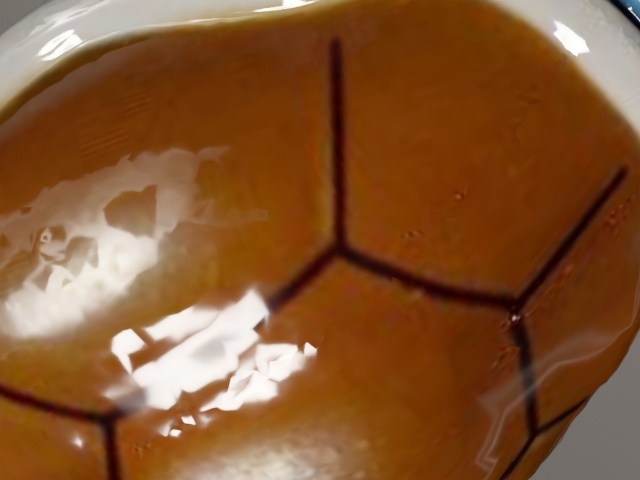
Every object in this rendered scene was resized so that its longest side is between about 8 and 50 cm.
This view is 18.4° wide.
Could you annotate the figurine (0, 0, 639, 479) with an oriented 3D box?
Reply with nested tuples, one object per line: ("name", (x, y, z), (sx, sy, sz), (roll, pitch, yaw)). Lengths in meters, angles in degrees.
("figurine", (-0.025, 0.000, 0.539), (0.416, 0.298, 0.243), (-52, -151, -13))
